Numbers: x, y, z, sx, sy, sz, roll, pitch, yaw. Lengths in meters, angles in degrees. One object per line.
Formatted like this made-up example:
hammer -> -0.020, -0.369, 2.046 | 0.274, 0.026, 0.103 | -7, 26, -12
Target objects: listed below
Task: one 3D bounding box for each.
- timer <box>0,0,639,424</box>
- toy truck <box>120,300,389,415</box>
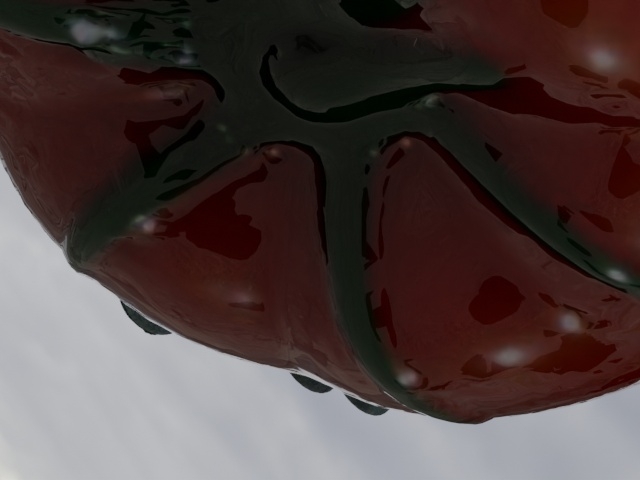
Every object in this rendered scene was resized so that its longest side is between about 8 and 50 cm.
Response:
timer -> 0.035, -0.123, 0.659 | 0.378, 0.279, 0.378 | 15, -47, 17
toy truck -> 0.000, 0.000, 1.067 | 0.256, 0.140, 0.108 | 21, -46, -31
